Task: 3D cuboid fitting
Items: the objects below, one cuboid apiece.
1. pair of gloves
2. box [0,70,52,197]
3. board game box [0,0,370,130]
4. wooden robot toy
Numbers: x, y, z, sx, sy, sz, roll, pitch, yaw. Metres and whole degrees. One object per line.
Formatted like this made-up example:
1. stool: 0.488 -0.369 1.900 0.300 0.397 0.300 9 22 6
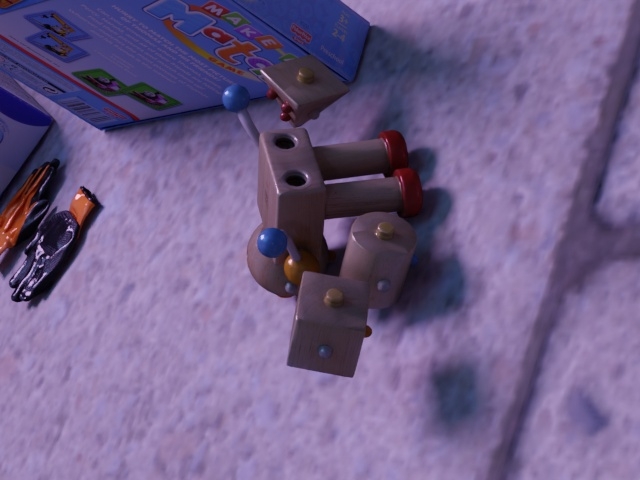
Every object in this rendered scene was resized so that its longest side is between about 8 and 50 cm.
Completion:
1. pair of gloves: -0.158 -0.006 0.926 0.074 0.010 0.083 -56 39 3
2. box: -0.248 -0.094 0.996 0.072 0.126 0.137 -56 35 3
3. board game box: -0.104 -0.115 0.810 0.211 0.160 0.039 -4 62 49
4. wooden robot toy: 0.000 0.000 0.707 0.173 0.076 0.079 -105 20 -45
